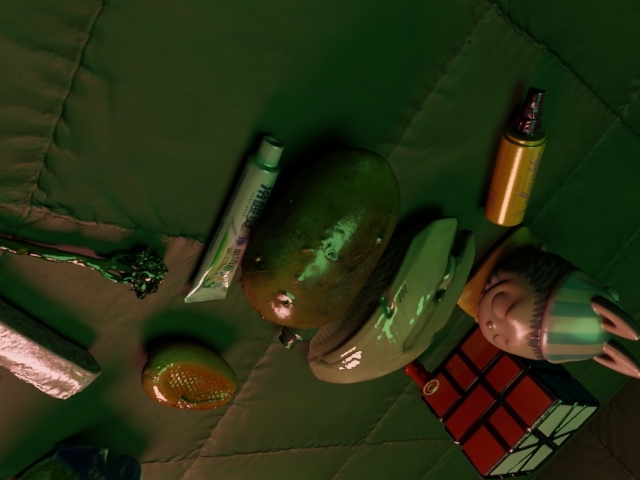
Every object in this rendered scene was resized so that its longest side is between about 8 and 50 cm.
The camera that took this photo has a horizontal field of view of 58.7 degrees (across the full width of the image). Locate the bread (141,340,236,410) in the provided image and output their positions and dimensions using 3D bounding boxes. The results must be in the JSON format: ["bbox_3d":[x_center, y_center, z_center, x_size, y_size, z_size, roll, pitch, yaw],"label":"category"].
[{"bbox_3d":[-0.224,0.229,0.965,0.189,0.077,0.114,36,81,-47],"label":"bread"}]

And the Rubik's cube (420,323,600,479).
[{"bbox_3d":[0.482,0.409,1.470,0.288,0.283,0.293,21,115,-45],"label":"Rubik's cube"}]

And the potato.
[{"bbox_3d":[0.000,0.000,0.852,0.210,0.173,0.307,17,110,-49],"label":"potato"}]

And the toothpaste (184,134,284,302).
[{"bbox_3d":[-0.125,-0.020,0.846,0.074,0.048,0.297,-1,129,-43],"label":"toothpaste"}]

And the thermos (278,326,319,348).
[{"bbox_3d":[-0.012,0.113,1.023,0.188,0.073,0.083,-56,169,19],"label":"thermos"}]

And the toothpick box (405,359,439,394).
[{"bbox_3d":[0.244,0.329,1.378,0.047,0.083,0.047,-14,123,-24],"label":"toothpick box"}]

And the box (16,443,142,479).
[{"bbox_3d":[-0.388,0.489,0.984,0.291,0.262,0.206,-42,152,-10],"label":"box"}]

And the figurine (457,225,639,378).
[{"bbox_3d":[0.535,0.188,1.249,0.361,0.378,0.266,13,117,-40],"label":"figurine"}]

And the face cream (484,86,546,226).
[{"bbox_3d":[0.367,-0.153,1.053,0.078,0.078,0.273,-19,134,-21],"label":"face cream"}]

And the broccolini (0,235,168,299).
[{"bbox_3d":[-0.313,0.028,0.745,0.254,0.057,0.071,17,72,-46],"label":"broccolini"}]

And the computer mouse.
[{"bbox_3d":[0.148,0.143,1.107,0.429,0.145,0.228,-50,135,11],"label":"computer mouse"}]

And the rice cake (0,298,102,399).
[{"bbox_3d":[-0.422,0.113,0.736,0.072,0.056,0.365,-32,138,0],"label":"rice cake"}]
